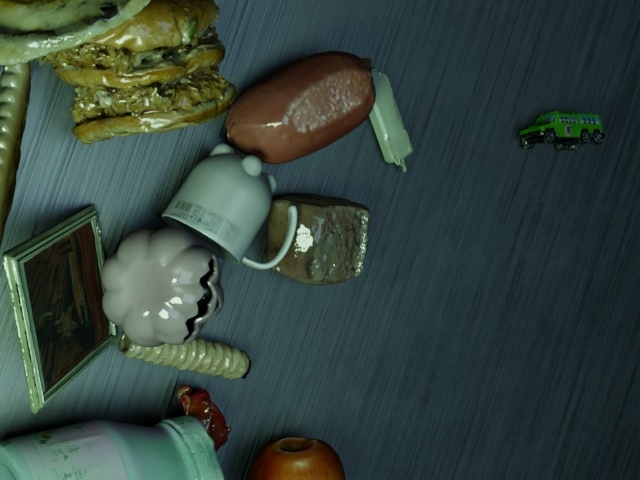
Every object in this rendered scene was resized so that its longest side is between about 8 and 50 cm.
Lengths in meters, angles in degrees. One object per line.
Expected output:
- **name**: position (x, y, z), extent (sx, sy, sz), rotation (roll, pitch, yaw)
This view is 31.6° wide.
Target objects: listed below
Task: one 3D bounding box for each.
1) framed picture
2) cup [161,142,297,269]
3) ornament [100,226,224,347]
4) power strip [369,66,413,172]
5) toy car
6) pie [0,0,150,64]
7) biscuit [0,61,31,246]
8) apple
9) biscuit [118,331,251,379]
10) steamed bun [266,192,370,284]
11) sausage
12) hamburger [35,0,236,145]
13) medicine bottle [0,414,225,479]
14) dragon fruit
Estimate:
- **framed picture**: position (-0.341, 0.083, 1.527), extent (0.016, 0.273, 0.216), rotation (-4, 105, 14)
- **cup**: position (-0.124, -0.050, 1.667), extent (0.142, 0.173, 0.134), rotation (-58, 164, -12)
- **ornament**: position (-0.223, 0.067, 1.620), extent (0.177, 0.177, 0.177), rotation (-6, 101, -31)
- **power strip**: position (0.110, -0.198, 1.866), extent (0.047, 0.030, 0.191), rotation (-32, 114, -25)
- **toy car**: position (0.438, -0.200, 2.053), extent (0.165, 0.071, 0.062), rotation (-2, 84, -32)
- **pie**: position (-0.345, -0.327, 1.405), extent (0.339, 0.339, 0.077), rotation (-33, 140, -24)
- **biscuit**: position (-0.407, -0.061, 1.417), extent (0.044, 0.217, 0.324), rotation (11, 75, -14)
- **apple**: position (-0.038, 0.386, 1.795), extent (0.163, 0.163, 0.139), rotation (3, 92, -33)
- **biscuit**: position (-0.200, 0.172, 1.716), extent (0.219, 0.061, 0.055), rotation (16, 99, -32)
- **steamed bun**: position (0.000, 0.000, 1.786), extent (0.175, 0.106, 0.144), rotation (0, 98, -35)
- **sausage**: position (-0.019, -0.205, 1.725), extent (0.254, 0.148, 0.148), rotation (-36, 115, -25)
- **hamburger**: position (-0.249, -0.238, 1.519), extent (0.261, 0.245, 0.211), rotation (-10, 106, -10)
- **medicine bottle**: position (-0.298, 0.371, 1.584), extent (0.290, 0.245, 0.245), rotation (-8, 102, -33)
- **dragon fruit**: position (-0.174, 0.279, 1.718), extent (0.068, 0.126, 0.112), rotation (-15, 148, -14)
